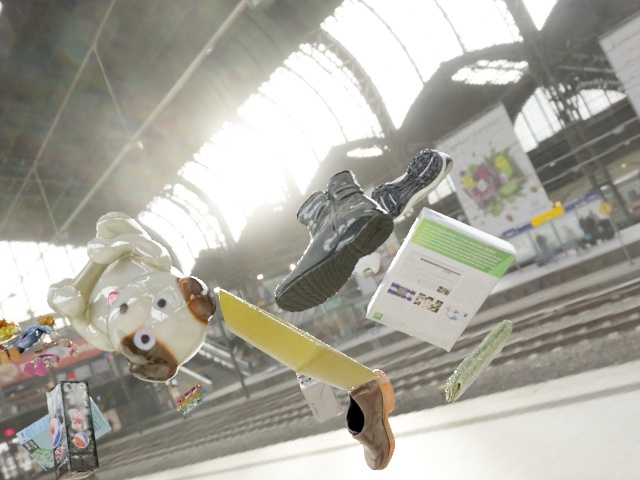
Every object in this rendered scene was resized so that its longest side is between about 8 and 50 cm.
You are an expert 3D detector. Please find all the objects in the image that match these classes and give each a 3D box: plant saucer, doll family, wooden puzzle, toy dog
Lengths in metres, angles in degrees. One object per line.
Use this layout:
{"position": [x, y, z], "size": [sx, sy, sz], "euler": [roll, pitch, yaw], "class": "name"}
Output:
{"position": [-0.065, 0.256, 1.452], "size": [0.081, 0.333, 0.333], "euler": [-61, -36, -7], "class": "plant saucer"}
{"position": [-0.696, 0.230, 1.381], "size": [0.263, 0.118, 0.163], "euler": [-5, 17, 7], "class": "doll family"}
{"position": [-0.275, 0.340, 1.275], "size": [0.083, 0.049, 0.006], "euler": [-38, -51, 7], "class": "wooden puzzle"}
{"position": [-0.397, 0.158, 1.335], "size": [0.284, 0.395, 0.408], "euler": [-48, 28, -13], "class": "toy dog"}

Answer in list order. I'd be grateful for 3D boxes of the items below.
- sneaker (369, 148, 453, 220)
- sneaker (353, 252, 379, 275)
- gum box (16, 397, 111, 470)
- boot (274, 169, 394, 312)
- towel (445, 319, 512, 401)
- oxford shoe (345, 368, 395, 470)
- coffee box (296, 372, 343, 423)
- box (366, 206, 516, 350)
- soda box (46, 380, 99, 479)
{"position": [0.232, -0.129, 1.529], "size": [0.108, 0.100, 0.271], "euler": [-9, -23, -49], "class": "sneaker"}
{"position": [0.100, 0.072, 1.757], "size": [0.152, 0.061, 0.054], "euler": [-5, -18, 7], "class": "sneaker"}
{"position": [-0.654, 0.492, 1.539], "size": [0.184, 0.041, 0.157], "euler": [-30, -39, -22], "class": "gum box"}
{"position": [0.000, 0.000, 1.034], "size": [0.246, 0.161, 0.083], "euler": [-42, -45, 1], "class": "boot"}
{"position": [0.252, 0.194, 0.961], "size": [0.148, 0.027, 0.110], "euler": [-43, -24, -15], "class": "towel"}
{"position": [0.130, 0.541, 1.732], "size": [0.133, 0.363, 0.130], "euler": [-21, 31, -27], "class": "oxford shoe"}
{"position": [-0.011, 0.511, 2.090], "size": [0.098, 0.141, 0.246], "euler": [-25, 13, -5], "class": "coffee box"}
{"position": [0.278, 0.099, 1.418], "size": [0.058, 0.232, 0.322], "euler": [-74, 8, -57], "class": "box"}
{"position": [-0.454, 0.345, 1.092], "size": [0.053, 0.169, 0.060], "euler": [-38, -33, 28], "class": "soda box"}
